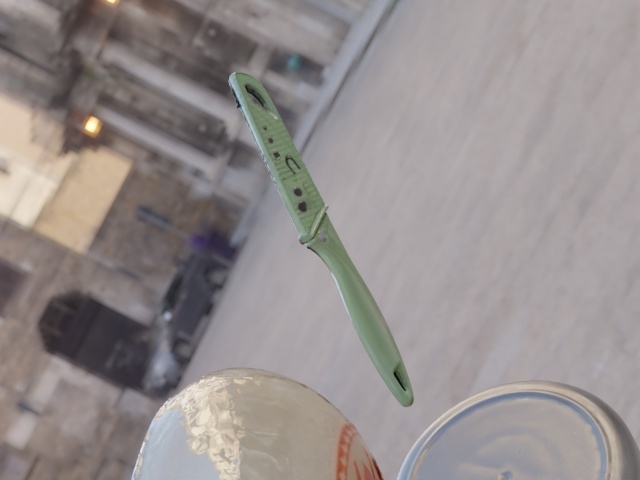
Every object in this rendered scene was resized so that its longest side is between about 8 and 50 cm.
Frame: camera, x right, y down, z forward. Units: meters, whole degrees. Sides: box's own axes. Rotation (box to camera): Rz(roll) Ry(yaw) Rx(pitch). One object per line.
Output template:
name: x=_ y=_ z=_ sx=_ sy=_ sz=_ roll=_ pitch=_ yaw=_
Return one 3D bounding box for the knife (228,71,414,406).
knife: x=0.001 y=-0.001 z=1.250 sx=0.020 sy=0.293 sz=0.043 roll=-28 pitch=-3 yaw=41

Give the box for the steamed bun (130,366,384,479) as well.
steamed bun: x=-0.024 y=0.194 z=1.002 sx=0.232 sy=0.145 sz=0.232 roll=-2 pitch=-90 yaw=-75

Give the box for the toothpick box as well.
toothpick box: x=0.214 y=0.279 z=1.373 sx=0.316 sy=0.229 sz=0.229 roll=57 pitch=-134 yaw=-40
